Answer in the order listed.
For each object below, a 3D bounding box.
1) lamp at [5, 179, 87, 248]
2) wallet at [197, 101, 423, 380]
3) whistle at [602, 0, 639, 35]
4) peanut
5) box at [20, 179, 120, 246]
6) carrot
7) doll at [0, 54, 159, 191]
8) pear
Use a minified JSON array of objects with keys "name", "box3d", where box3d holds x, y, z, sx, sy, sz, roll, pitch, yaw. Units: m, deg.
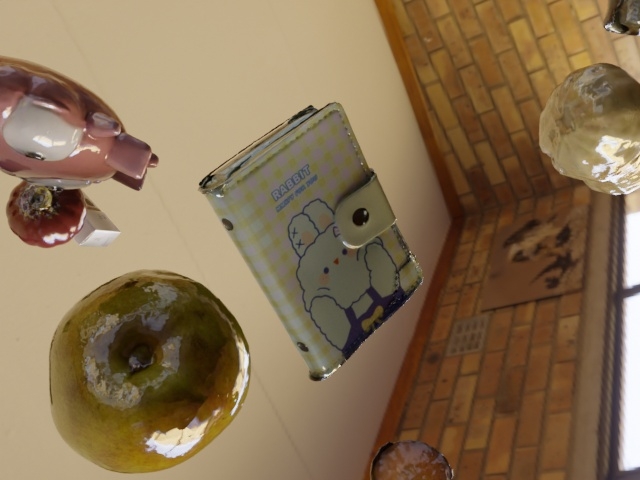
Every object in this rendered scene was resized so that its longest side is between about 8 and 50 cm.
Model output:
[{"name":"lamp","box3d":[-0.355,-0.039,1.003,0.090,0.101,0.101,108,159,-69]},{"name":"wallet","box3d":[0.000,0.000,1.010,0.223,0.077,0.309,-41,-62,-23]},{"name":"whistle","box3d":[0.423,-0.431,0.991,0.057,0.068,0.326,-51,-29,-85]},{"name":"peanut","box3d":[0.339,-0.123,0.927,0.290,0.130,0.130,13,-115,-60]},{"name":"box","box3d":[-0.369,-0.056,1.126,0.154,0.040,0.084,45,-176,8]},{"name":"carrot","box3d":[0.112,0.333,0.975,0.263,0.102,0.102,82,-168,-57]},{"name":"doll","box3d":[-0.244,-0.095,0.665,0.262,0.211,0.093,115,169,-78]},{"name":"pear","box3d":[-0.158,0.121,0.724,0.200,0.200,0.200,31,-129,-48]}]
